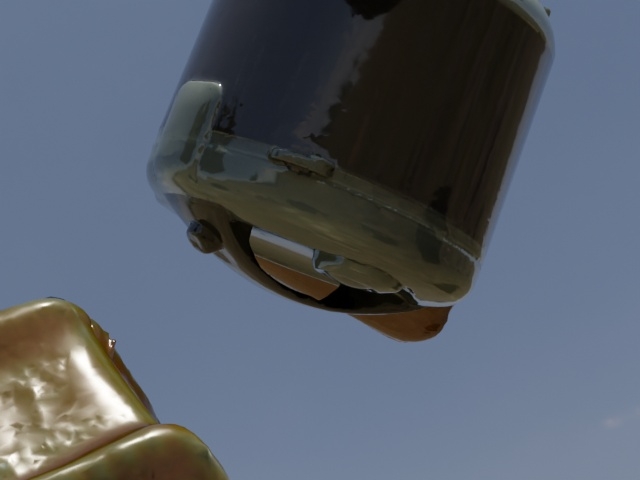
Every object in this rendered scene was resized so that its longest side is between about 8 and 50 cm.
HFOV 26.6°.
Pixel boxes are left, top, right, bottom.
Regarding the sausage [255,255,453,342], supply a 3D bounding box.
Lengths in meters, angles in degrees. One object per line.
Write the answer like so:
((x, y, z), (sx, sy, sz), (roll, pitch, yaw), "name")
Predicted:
((0.000, 0.001, 1.617), (0.354, 0.134, 0.116), (27, 10, -10), "sausage")

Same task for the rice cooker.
((0.025, -0.099, 1.217), (0.335, 0.325, 0.335), (19, -8, 3), "rice cooker")

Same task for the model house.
((-0.126, 0.159, 0.574), (0.268, 0.239, 0.173), (-22, -47, -28), "model house")
